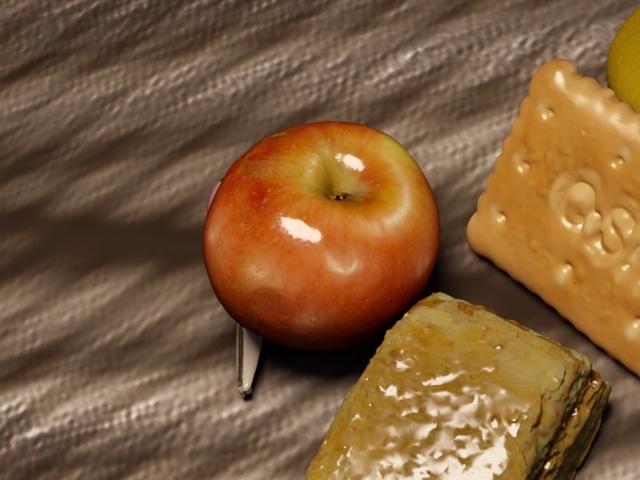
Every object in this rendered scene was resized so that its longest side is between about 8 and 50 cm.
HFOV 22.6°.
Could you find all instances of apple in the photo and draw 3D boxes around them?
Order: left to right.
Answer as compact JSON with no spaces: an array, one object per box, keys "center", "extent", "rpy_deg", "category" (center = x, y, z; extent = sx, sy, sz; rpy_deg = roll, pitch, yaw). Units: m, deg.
[{"center":[0.000,0.000,1.074],"extent":[0.163,0.139,0.163],"rpy_deg":[9,50,-11],"category":"apple"}]

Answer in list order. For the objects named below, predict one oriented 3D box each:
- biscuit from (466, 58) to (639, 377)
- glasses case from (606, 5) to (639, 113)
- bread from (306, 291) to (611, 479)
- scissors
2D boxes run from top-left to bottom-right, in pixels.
[{"center":[0.206,0.009,1.026],"extent":[0.030,0.160,0.249],"rpy_deg":[-18,49,-44],"category":"biscuit"},{"center":[0.367,-0.163,1.050],"extent":[0.371,0.141,0.173],"rpy_deg":[-35,62,-1],"category":"glasses case"},{"center":[0.085,0.133,1.019],"extent":[0.138,0.102,0.196],"rpy_deg":[27,74,23],"category":"bread"},{"center":[-0.046,0.028,1.151],"extent":[0.085,0.022,0.176],"rpy_deg":[0,63,9],"category":"scissors"}]
